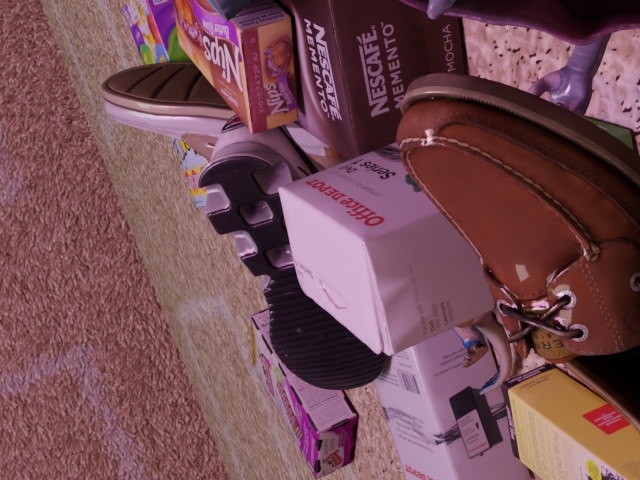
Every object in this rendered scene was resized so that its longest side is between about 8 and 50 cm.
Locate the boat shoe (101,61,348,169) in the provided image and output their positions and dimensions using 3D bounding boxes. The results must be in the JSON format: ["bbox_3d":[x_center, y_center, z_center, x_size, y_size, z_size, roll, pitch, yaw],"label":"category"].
[{"bbox_3d":[-0.109,-0.132,1.265,0.302,0.113,0.103,10,129,21],"label":"boat shoe"}]

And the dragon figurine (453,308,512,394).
[{"bbox_3d":[0.120,0.031,1.016,0.144,0.085,0.289,55,-179,34],"label":"dragon figurine"}]

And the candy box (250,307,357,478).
[{"bbox_3d":[-0.030,0.233,1.747,0.233,0.071,0.159,58,160,32],"label":"candy box"}]

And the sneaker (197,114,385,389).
[{"bbox_3d":[-0.010,0.006,1.128,0.146,0.122,0.331,-80,-26,-51],"label":"sneaker"}]

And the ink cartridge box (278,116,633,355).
[{"bbox_3d":[0.099,-0.019,0.826,0.160,0.219,0.093,33,141,61],"label":"ink cartridge box"}]

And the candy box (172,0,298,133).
[{"bbox_3d":[-0.084,-0.194,1.042,0.187,0.053,0.109,-126,24,-44],"label":"candy box"}]

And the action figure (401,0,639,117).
[{"bbox_3d":[0.102,-0.222,0.643,0.370,0.248,0.276,-89,24,-69],"label":"action figure"}]

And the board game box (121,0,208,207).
[{"bbox_3d":[-0.126,-0.195,1.411,0.275,0.144,0.142,70,162,-7],"label":"board game box"}]

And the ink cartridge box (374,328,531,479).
[{"bbox_3d":[0.126,0.166,1.183,0.153,0.086,0.209,6,115,70],"label":"ink cartridge box"}]

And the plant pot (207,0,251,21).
[{"bbox_3d":[-0.085,-0.347,0.875,0.290,0.195,0.290,53,-179,-1],"label":"plant pot"}]

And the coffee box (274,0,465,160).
[{"bbox_3d":[0.008,-0.202,1.047,0.297,0.118,0.168,40,147,56],"label":"coffee box"}]

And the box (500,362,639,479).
[{"bbox_3d":[0.240,0.189,0.925,0.232,0.058,0.087,36,144,60],"label":"box"}]

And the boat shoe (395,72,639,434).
[{"bbox_3d":[0.155,0.024,0.648,0.307,0.104,0.110,35,161,-23],"label":"boat shoe"}]
